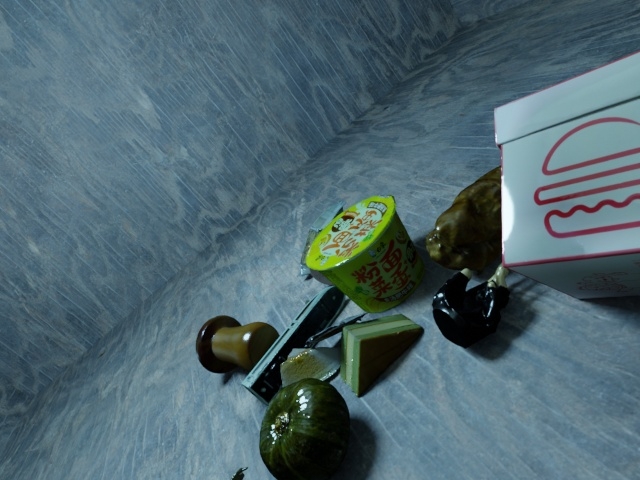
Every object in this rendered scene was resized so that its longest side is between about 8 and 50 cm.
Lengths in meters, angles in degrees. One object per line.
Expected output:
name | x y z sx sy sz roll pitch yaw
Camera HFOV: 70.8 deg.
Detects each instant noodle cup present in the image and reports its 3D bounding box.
instant noodle cup | 0.145 0.047 1.293 0.311 0.221 0.311 -33 23 16

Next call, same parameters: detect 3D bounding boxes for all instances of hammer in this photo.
hammer | -0.003 0.189 1.539 0.110 0.019 0.035 -38 21 -12

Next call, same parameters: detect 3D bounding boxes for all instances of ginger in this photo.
ginger | 0.430 -0.062 1.099 0.419 0.176 0.254 -31 -26 -16

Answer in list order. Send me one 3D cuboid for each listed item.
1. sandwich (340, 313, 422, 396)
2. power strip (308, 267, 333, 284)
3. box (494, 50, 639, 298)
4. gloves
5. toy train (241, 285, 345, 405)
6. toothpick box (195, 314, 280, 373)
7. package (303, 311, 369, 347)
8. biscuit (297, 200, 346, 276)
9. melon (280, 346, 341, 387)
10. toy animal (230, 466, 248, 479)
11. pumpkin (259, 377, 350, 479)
sandwich | 0.150 0.278 1.116 0.188 0.144 0.117 -8 13 -19
power strip | 0.036 0.074 1.514 0.154 0.154 0.078 -29 27 26
box | 0.501 -0.082 0.727 0.312 0.315 0.299 -14 64 48
gloves | 0.341 0.125 0.972 0.204 0.124 0.164 -24 39 -19
toy train | -0.068 0.293 1.347 0.407 0.086 0.088 -49 17 -23
toothpick box | -0.270 0.340 1.455 0.295 0.192 0.192 -8 37 43
package | 0.038 0.238 1.197 0.171 0.027 0.173 -25 -15 -15
biscuit | 0.002 -0.003 1.640 0.186 0.079 0.309 -48 -15 -38
melon | -0.025 0.321 1.217 0.203 0.093 0.139 -32 10 3
toy animal | -0.196 0.610 0.939 0.186 0.094 0.214 -40 28 12
pumpkin | -0.032 0.407 0.963 0.224 0.157 0.223 -34 37 30
